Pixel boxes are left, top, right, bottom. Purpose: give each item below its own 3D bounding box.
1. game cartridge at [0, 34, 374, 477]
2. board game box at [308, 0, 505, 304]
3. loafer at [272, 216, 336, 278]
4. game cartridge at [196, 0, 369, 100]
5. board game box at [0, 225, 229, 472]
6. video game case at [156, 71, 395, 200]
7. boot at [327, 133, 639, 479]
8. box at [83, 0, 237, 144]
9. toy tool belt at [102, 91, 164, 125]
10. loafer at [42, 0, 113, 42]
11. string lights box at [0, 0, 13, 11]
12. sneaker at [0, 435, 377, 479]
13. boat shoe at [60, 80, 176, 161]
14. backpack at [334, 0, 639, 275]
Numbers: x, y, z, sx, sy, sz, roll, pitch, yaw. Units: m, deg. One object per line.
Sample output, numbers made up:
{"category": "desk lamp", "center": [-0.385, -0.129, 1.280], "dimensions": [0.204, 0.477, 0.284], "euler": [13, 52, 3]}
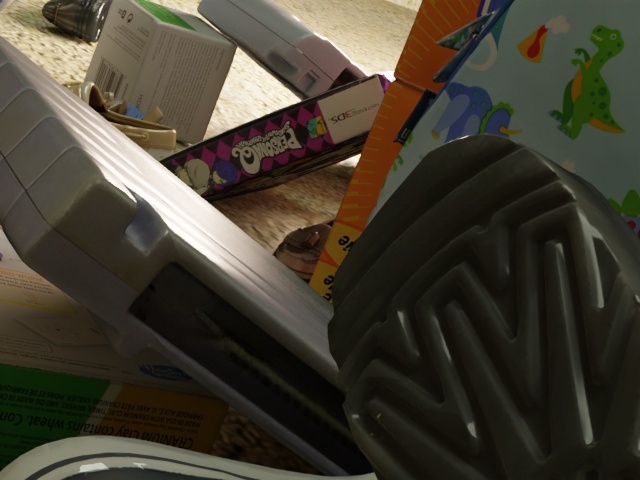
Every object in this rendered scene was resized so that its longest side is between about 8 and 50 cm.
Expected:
{"category": "game cartridge", "center": [-0.031, 0.045, 0.787], "dimensions": [0.355, 0.068, 0.230], "euler": [40, -1, -33]}
{"category": "board game box", "center": [0.260, -0.053, 1.173], "dimensions": [0.356, 0.356, 0.356], "euler": [26, 15, 17]}
{"category": "loafer", "center": [0.000, 0.000, 1.240], "dimensions": [0.045, 0.039, 0.125], "euler": [27, 16, 17]}
{"category": "game cartridge", "center": [0.022, -0.134, 1.523], "dimensions": [0.297, 0.062, 0.198], "euler": [37, 6, -40]}
{"category": "board game box", "center": [-0.215, 0.017, 0.834], "dimensions": [0.242, 0.064, 0.316], "euler": [13, 17, -30]}
{"category": "video game case", "center": [-0.003, -0.081, 1.266], "dimensions": [0.210, 0.042, 0.232], "euler": [-21, -1, 22]}
{"category": "boot", "center": [0.227, 0.178, 0.573], "dimensions": [0.445, 0.146, 0.367], "euler": [28, 36, -38]}
{"category": "box", "center": [-0.145, -0.154, 1.455], "dimensions": [0.087, 0.102, 0.101], "euler": [14, 16, -34]}
{"category": "toy tool belt", "center": [-0.162, -0.099, 1.336], "dimensions": [0.083, 0.051, 0.052], "euler": [32, 18, 35]}
{"category": "loafer", "center": [-0.251, -0.256, 1.747], "dimensions": [0.061, 0.062, 0.170], "euler": [17, 14, 1]}
{"category": "string lights box", "center": [-0.340, -0.286, 1.320], "dimensions": [0.076, 0.133, 0.260], "euler": [35, -23, 39]}
{"category": "sneaker", "center": [0.034, 0.150, 0.612], "dimensions": [0.321, 0.126, 0.127], "euler": [5, 18, -27]}
{"category": "boat shoe", "center": [-0.189, -0.098, 1.278], "dimensions": [0.170, 0.059, 0.063], "euler": [24, 15, 7]}
{"category": "backpack", "center": [0.191, -0.037, 0.891], "dimensions": [0.290, 0.355, 0.273], "euler": [45, 2, 31]}
